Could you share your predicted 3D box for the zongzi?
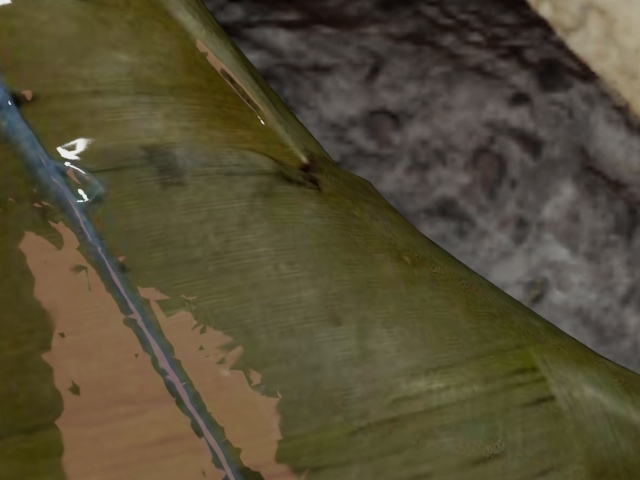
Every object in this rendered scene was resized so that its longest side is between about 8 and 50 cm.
[{"bbox_3d":[0.000,0.000,0.517,0.393,0.174,0.356,-13,88,-5],"label":"zongzi"}]
